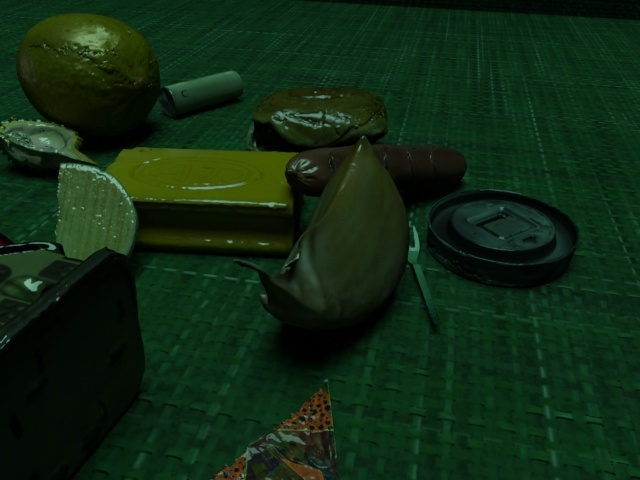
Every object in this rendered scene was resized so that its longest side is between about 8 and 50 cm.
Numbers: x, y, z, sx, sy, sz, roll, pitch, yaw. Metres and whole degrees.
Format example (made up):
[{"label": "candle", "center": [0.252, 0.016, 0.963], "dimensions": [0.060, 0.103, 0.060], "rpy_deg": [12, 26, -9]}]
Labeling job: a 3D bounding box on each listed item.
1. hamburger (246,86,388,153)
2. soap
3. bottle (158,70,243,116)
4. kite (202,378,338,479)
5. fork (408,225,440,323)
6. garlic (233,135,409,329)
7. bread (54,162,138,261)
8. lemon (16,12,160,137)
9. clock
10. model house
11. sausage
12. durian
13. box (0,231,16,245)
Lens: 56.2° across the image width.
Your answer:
[{"label": "hamburger", "center": [-0.007, -0.239, 1.206], "dimensions": [0.285, 0.134, 0.265], "rpy_deg": [3, 34, -1]}, {"label": "soap", "center": [-0.191, -0.071, 0.965], "dimensions": [0.324, 0.096, 0.204], "rpy_deg": [2, 33, 2]}, {"label": "bottle", "center": [-0.284, -0.355, 1.441], "dimensions": [0.072, 0.072, 0.201], "rpy_deg": [28, 41, 36]}, {"label": "kite", "center": [-0.025, 0.225, 0.580], "dimensions": [0.125, 0.008, 0.222], "rpy_deg": [28, 41, 35]}, {"label": "fork", "center": [0.138, 0.048, 0.858], "dimensions": [0.039, 0.021, 0.235], "rpy_deg": [-4, 34, 0]}, {"label": "garlic", "center": [-0.002, 0.018, 0.747], "dimensions": [0.151, 0.196, 0.338], "rpy_deg": [1, 31, 31]}, {"label": "bread", "center": [-0.312, -0.018, 0.845], "dimensions": [0.112, 0.036, 0.193], "rpy_deg": [-3, 75, -6]}, {"label": "lemon", "center": [-0.484, -0.346, 1.247], "dimensions": [0.310, 0.258, 0.258], "rpy_deg": [17, 35, 13]}, {"label": "clock", "center": [0.277, -0.009, 0.928], "dimensions": [0.226, 0.049, 0.226], "rpy_deg": [0, 33, 0]}, {"label": "model house", "center": [-0.347, 0.106, 0.573], "dimensions": [0.278, 0.205, 0.218], "rpy_deg": [12, 32, 14]}, {"label": "sausage", "center": [0.102, -0.118, 0.989], "dimensions": [0.433, 0.088, 0.088], "rpy_deg": [-7, 29, -42]}, {"label": "durian", "center": [-0.510, -0.163, 1.131], "dimensions": [0.224, 0.078, 0.140], "rpy_deg": [25, 26, 17]}, {"label": "box", "center": [-0.491, 0.043, 0.799], "dimensions": [0.240, 0.074, 0.153], "rpy_deg": [24, 43, 33]}]
